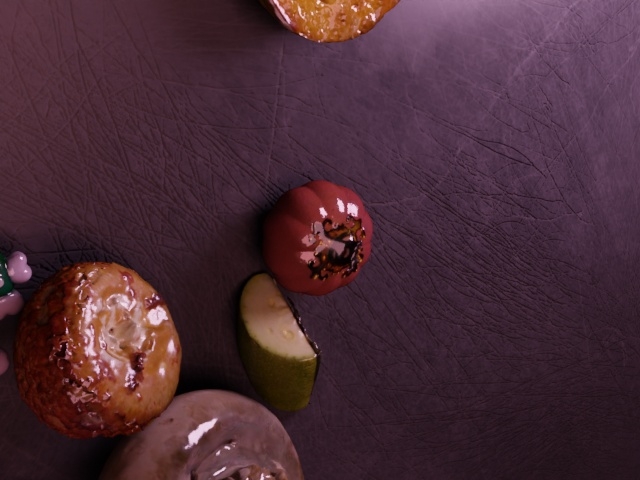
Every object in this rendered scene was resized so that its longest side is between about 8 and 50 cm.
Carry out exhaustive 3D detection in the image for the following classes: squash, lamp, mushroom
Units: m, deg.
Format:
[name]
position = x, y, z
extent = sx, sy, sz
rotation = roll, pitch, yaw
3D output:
[squash]
position = -0.085, 0.188, 1.197
extent = 0.093, 0.169, 0.252
rotation = -24, 155, -20
[lamp]
position = 0.000, 0.000, 1.096
extent = 0.182, 0.140, 0.182
rotation = -10, 111, -28
[mushroom]
position = -0.141, 0.395, 1.042
extent = 0.362, 0.295, 0.362
rotation = 21, 62, -46

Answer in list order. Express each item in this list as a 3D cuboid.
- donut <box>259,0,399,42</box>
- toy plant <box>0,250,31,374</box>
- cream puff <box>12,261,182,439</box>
[donut]
position = 0.011, -0.349, 0.977
extent = 0.259, 0.101, 0.152
rotation = -24, 122, -24
[toy plant]
position = -0.473, 0.091, 0.841
extent = 0.233, 0.112, 0.243
rotation = 14, 96, -32
[cream puff]
position = -0.285, 0.145, 0.930
extent = 0.164, 0.240, 0.240
rotation = -31, 132, 23
